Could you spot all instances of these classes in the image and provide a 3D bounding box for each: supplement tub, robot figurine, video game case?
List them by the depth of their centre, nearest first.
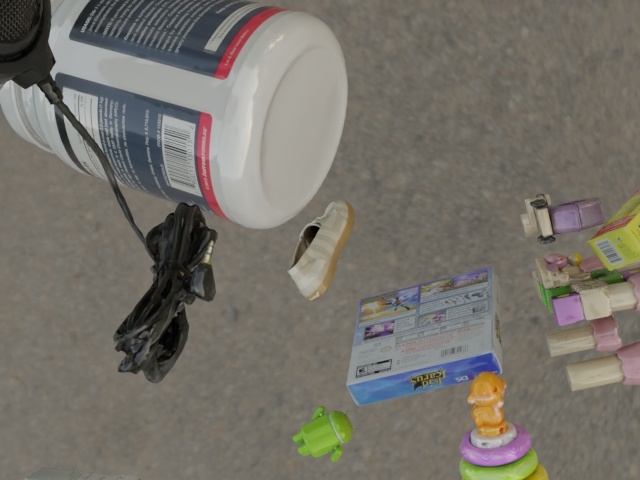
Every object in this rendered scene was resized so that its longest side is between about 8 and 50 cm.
[{"bbox_3d":[-0.130,-0.132,0.900,0.272,0.191,0.191,18,95,24],"label":"supplement tub"},{"bbox_3d":[0.192,0.170,1.805,0.270,0.244,0.061,-16,121,19],"label":"video game case"},{"bbox_3d":[0.009,0.360,1.865,0.115,0.067,0.101,-27,61,2],"label":"robot figurine"}]

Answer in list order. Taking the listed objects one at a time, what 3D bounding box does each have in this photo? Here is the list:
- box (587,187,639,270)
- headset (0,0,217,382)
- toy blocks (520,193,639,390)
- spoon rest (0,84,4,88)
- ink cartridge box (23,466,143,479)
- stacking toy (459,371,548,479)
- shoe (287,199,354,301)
[{"bbox_3d":[0.480,-0.053,1.408,0.232,0.087,0.058,-41,94,-26],"label":"box"},{"bbox_3d":[-0.228,-0.075,0.505,0.394,0.185,0.243,30,127,-17],"label":"headset"},{"bbox_3d":[0.481,0.051,1.590,0.260,0.288,0.308,-13,96,7],"label":"toy blocks"},{"bbox_3d":[-0.263,-0.223,0.671,0.084,0.137,0.276,-9,120,-8],"label":"spoon rest"},{"bbox_3d":[-0.225,0.411,1.146,0.239,0.060,0.275,4,92,4],"label":"ink cartridge box"},{"bbox_3d":[0.264,0.332,1.477,0.175,0.166,0.301,-19,105,-21],"label":"stacking toy"},{"bbox_3d":[0.000,0.000,1.471,0.058,0.219,0.076,36,125,-12],"label":"shoe"}]
